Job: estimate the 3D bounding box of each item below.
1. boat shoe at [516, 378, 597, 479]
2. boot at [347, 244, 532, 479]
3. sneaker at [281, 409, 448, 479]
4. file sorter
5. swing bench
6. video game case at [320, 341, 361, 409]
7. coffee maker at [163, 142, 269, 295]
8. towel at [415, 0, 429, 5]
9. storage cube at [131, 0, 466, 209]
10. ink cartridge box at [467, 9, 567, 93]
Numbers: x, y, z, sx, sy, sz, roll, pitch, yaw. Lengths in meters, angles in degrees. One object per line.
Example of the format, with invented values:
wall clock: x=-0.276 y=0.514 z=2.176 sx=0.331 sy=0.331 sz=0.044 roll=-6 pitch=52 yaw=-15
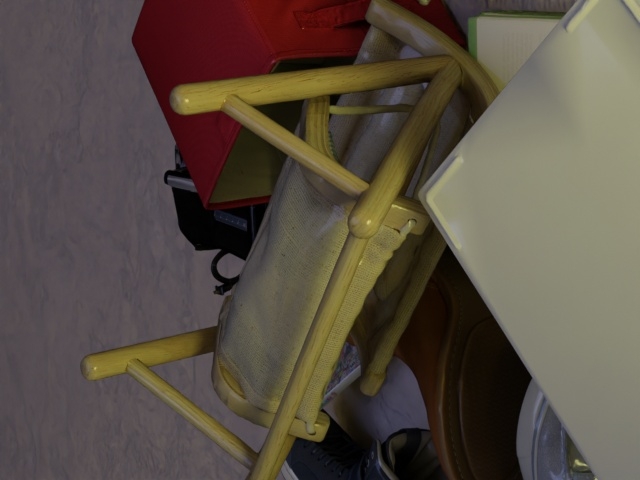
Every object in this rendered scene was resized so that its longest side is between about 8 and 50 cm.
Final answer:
boat shoe: x=0.197 y=0.189 z=0.998 sx=0.081 sy=0.079 sz=0.228 roll=16 pitch=117 yaw=47
boot: x=0.072 y=0.074 z=1.129 sx=0.220 sy=0.109 sz=0.284 roll=-22 pitch=77 yaw=58
sneaker: x=0.040 y=0.195 z=1.246 sx=0.226 sy=0.086 sz=0.163 roll=57 pitch=141 yaw=37
file sorter: x=0.226 y=0.016 z=0.749 sx=0.278 sy=0.173 sz=0.193 roll=59 pitch=136 yaw=21
swing bench: x=0.000 y=0.000 z=0.962 sx=0.165 sy=0.254 sz=0.253 roll=35 pitch=127 yaw=18
video game case: x=0.002 y=0.118 z=1.282 sx=0.122 sy=0.011 sz=0.087 roll=-45 pitch=30 yaw=30
coffee maker: x=-0.053 y=-0.023 z=1.335 sx=0.178 sy=0.120 sz=0.171 roll=21 pitch=140 yaw=57
towel: x=0.048 y=-0.369 z=1.067 sx=0.329 sy=0.037 sz=0.237 roll=56 pitch=128 yaw=35
storage cube: x=-0.027 y=-0.164 z=1.159 sx=0.193 sy=0.183 sz=0.215 roll=65 pitch=146 yaw=26
ink cartridge box: x=0.202 y=-0.065 z=0.929 sx=0.235 sy=0.056 sz=0.171 roll=11 pitch=109 yaw=44
